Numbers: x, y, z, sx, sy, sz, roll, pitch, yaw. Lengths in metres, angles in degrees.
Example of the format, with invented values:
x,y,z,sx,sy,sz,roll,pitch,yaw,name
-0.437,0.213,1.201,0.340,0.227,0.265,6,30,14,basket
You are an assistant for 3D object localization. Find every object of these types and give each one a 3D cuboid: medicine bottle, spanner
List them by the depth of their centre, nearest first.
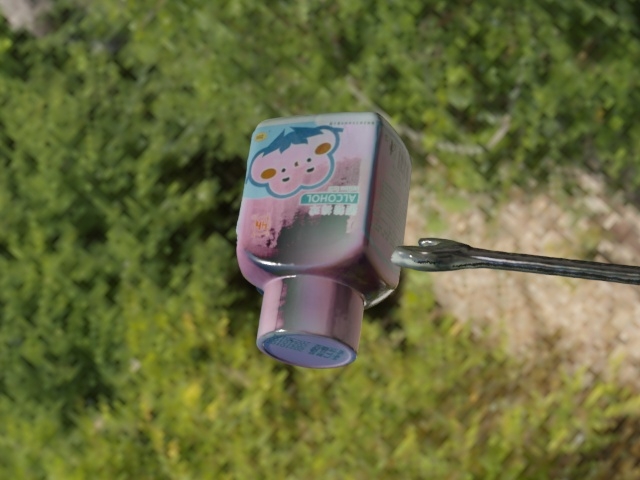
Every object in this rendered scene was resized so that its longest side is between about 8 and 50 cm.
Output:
x,y,z,sx,sy,sz,roll,pitch,yaw,name
0.170,0.019,1.035,0.255,0.015,0.054,6,-166,12,spanner
0.000,0.000,1.354,0.119,0.188,0.094,-2,154,22,medicine bottle
